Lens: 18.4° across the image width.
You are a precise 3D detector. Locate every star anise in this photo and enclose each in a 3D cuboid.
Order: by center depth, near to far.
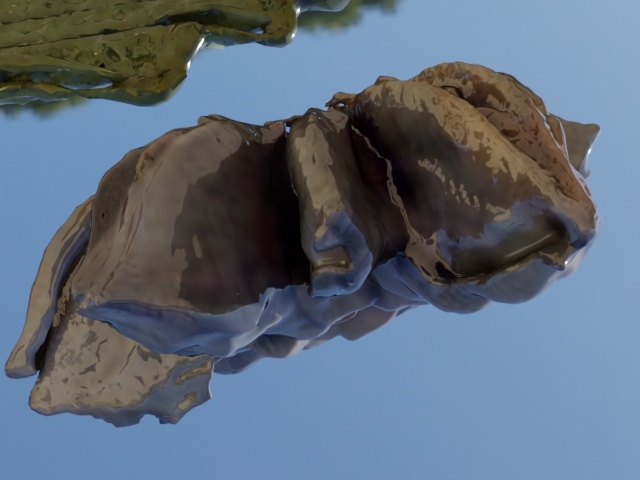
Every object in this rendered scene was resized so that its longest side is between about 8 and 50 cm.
[{"bbox_3d":[0.000,0.000,0.646,0.236,0.093,0.229,-16,178,43],"label":"star anise"}]

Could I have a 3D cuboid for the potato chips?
[{"bbox_3d":[-0.192,-0.120,0.944,0.429,0.070,0.358,-7,-157,10],"label":"potato chips"}]
